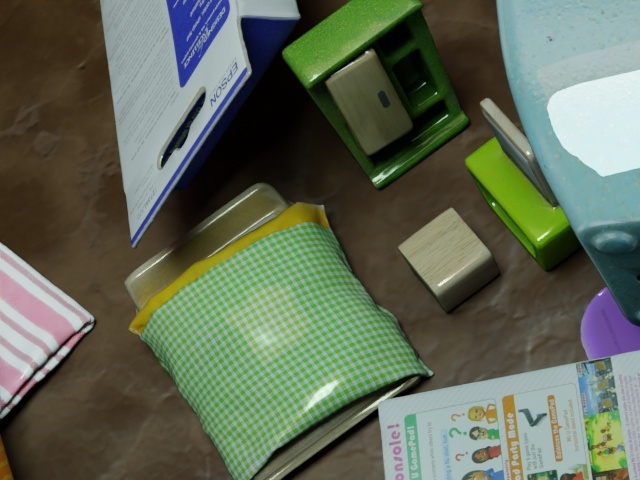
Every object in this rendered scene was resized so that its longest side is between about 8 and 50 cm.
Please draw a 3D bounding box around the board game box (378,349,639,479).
[{"bbox_3d":[0.197,0.188,1.143,0.303,0.097,0.224,-11,58,13],"label":"board game box"}]

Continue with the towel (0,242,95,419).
[{"bbox_3d":[-0.283,0.084,1.392,0.144,0.029,0.197,35,66,23],"label":"towel"}]

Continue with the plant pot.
[{"bbox_3d":[0.251,-0.087,1.178,0.248,0.247,0.252,-7,61,22],"label":"plant pot"}]

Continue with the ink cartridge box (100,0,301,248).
[{"bbox_3d":[-0.096,-0.172,1.377,0.176,0.069,0.371,-53,31,34],"label":"ink cartridge box"}]

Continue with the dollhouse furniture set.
[{"bbox_3d":[0.000,0.000,1.288,0.301,0.151,0.197,-36,56,-2],"label":"dollhouse furniture set"}]

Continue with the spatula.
[{"bbox_3d":[0.311,0.012,1.236,0.296,0.030,0.084,-23,45,6],"label":"spatula"}]

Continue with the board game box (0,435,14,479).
[{"bbox_3d":[-0.405,0.221,1.148,0.356,0.356,0.356,-22,72,8],"label":"board game box"}]
